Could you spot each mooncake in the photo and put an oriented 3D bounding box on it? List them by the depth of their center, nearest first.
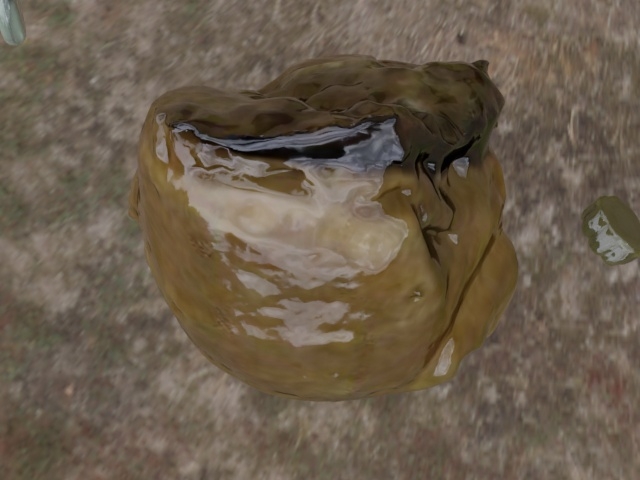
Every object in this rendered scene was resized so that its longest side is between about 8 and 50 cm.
[{"bbox_3d":[0.245,0.134,1.186,0.150,0.347,0.057,26,150,-23],"label":"mooncake"}]

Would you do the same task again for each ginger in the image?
[{"bbox_3d":[-0.004,0.000,0.936,0.200,0.269,0.223,11,112,26],"label":"ginger"}]

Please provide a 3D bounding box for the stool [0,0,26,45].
[{"bbox_3d":[-0.475,-0.318,1.901,0.198,0.195,0.195,-12,87,-8],"label":"stool"}]
